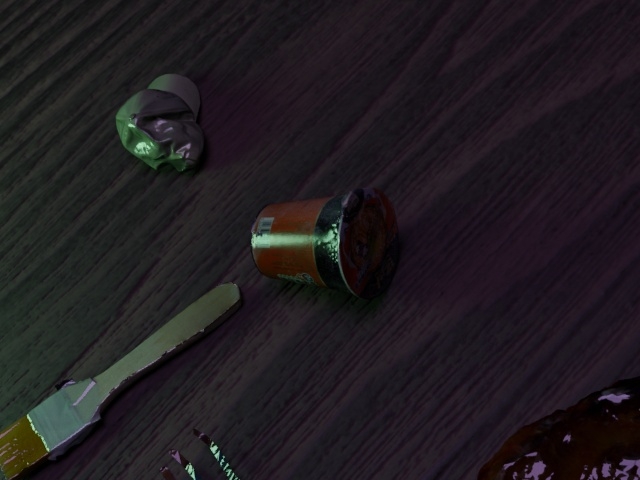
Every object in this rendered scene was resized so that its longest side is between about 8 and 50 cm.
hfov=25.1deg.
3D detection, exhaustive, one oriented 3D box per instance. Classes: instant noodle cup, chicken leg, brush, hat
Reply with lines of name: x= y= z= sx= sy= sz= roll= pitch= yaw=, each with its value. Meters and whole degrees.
instant noodle cup: x=0.000 y=0.002 z=1.599 sx=0.136 sy=0.127 sz=0.127 roll=1 pitch=54 yaw=34
chicken leg: x=0.211 y=0.254 z=1.297 sx=0.407 sy=0.096 sz=0.158 roll=-38 pitch=63 yaw=-20
brush: x=-0.226 y=0.155 z=1.633 sx=0.336 sy=0.020 sz=0.085 roll=-36 pitch=48 yaw=-8
hat: x=-0.202 y=-0.162 z=1.843 sx=0.122 sy=0.081 sz=0.166 roll=-5 pitch=42 yaw=16

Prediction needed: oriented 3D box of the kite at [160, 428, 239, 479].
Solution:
kite: x=-0.092 y=0.278 z=1.466 sx=0.127 sy=0.016 sz=0.229 roll=-46 pitch=46 yaw=5
